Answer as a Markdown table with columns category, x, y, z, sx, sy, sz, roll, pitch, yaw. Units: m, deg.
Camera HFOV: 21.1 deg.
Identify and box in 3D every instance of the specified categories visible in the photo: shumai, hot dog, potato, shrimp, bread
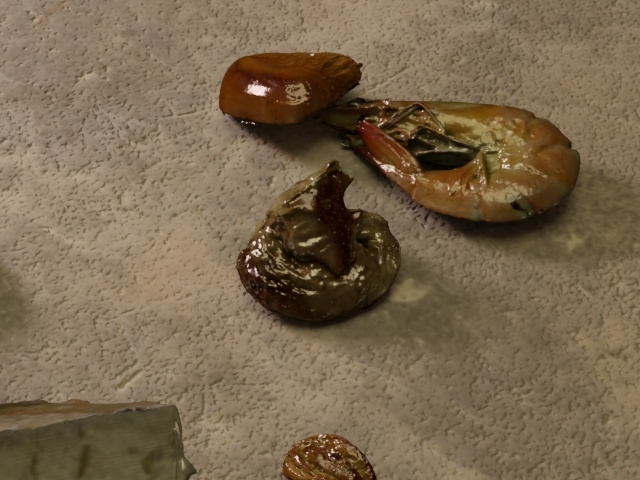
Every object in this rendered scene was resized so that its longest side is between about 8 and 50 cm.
| category | x | y | z | sx | sy | sz | roll | pitch | yaw |
| --- | --- | --- | --- | --- | --- | --- | --- | --- | --- |
| shumai | -0.008 | 0.008 | 1.536 | 0.139 | 0.105 | 0.123 | -26 | 52 | 7 |
| hot dog | 0.008 | 0.189 | 1.394 | 0.083 | 0.035 | 0.058 | 32 | 49 | 24 |
| potato | -0.236 | 0.223 | 1.298 | 0.211 | 0.189 | 0.264 | -8 | 3 | -29 |
| shrimp | 0.114 | -0.084 | 1.648 | 0.267 | 0.061 | 0.145 | 19 | 56 | 13 |
| bread | -0.035 | -0.160 | 1.696 | 0.129 | 0.044 | 0.126 | 8 | 34 | 40 |
